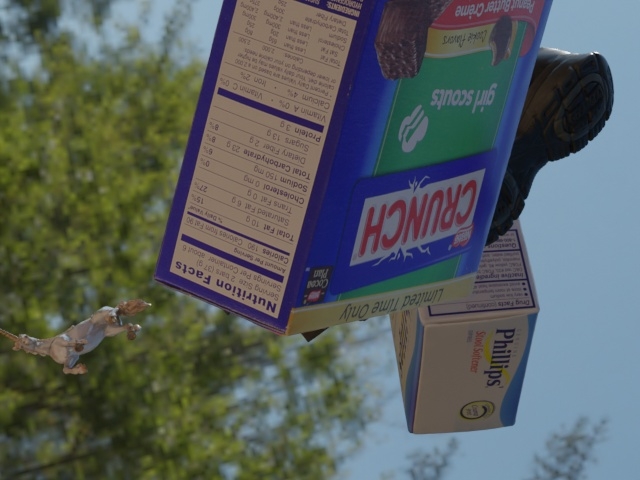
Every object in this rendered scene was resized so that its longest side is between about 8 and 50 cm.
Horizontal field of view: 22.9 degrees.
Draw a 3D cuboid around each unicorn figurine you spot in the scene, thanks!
[{"bbox_3d":[-0.276,0.110,1.788,0.111,0.162,0.060,14,-63,61],"label":"unicorn figurine"}]

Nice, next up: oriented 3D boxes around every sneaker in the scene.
[{"bbox_3d":[0.158,-0.090,1.552,0.130,0.286,0.109,28,-31,47],"label":"sneaker"}]

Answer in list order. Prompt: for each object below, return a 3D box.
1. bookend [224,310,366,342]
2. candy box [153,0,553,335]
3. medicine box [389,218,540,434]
[{"bbox_3d":[-0.029,0.027,1.428,0.157,0.072,0.156,53,-47,4],"label":"bookend"},{"bbox_3d":[0.040,-0.109,1.096,0.122,0.268,0.317,24,-73,28],"label":"candy box"},{"bbox_3d":[0.172,0.059,2.032,0.263,0.149,0.289,91,-6,-52],"label":"medicine box"}]
